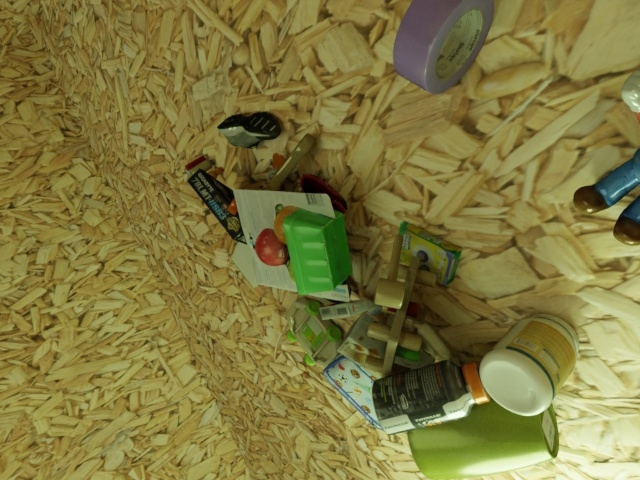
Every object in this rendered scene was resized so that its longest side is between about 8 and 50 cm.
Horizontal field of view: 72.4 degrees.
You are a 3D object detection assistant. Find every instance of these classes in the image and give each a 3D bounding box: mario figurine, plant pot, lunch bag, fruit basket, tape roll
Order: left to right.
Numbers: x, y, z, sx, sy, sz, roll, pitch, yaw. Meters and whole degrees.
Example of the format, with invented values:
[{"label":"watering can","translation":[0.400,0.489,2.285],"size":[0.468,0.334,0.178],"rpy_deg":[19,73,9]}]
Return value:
[{"label":"fruit basket","translation":[-0.083,0.007,1.254],"size":[0.353,0.165,0.326],"rpy_deg":[10,121,41]},{"label":"lunch bag","translation":[0.164,0.485,1.440],"size":[0.303,0.115,0.243],"rpy_deg":[45,137,5]},{"label":"tape roll","translation":[0.227,-0.376,0.811],"size":[0.080,0.189,0.188],"rpy_deg":[43,139,26]},{"label":"plant pot","translation":[0.408,0.451,1.078],"size":[0.294,0.275,0.274],"rpy_deg":[-16,99,37]},{"label":"mario figurine","translation":[0.511,-0.124,0.637],"size":[0.198,0.170,0.320],"rpy_deg":[17,141,1]}]

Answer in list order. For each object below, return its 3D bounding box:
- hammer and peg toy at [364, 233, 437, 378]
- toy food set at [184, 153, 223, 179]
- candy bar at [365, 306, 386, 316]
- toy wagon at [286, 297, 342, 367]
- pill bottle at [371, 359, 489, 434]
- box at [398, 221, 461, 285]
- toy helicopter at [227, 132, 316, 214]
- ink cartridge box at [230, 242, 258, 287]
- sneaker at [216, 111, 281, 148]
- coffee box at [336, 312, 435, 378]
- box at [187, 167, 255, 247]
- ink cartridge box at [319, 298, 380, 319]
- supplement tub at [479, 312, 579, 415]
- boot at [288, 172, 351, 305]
[{"label":"hammer and peg toy","translation":[0.205,0.169,1.079],"size":[0.128,0.265,0.361],"rpy_deg":[14,142,14]},{"label":"toy food set","translation":[-0.489,-0.288,1.821],"size":[0.111,0.105,0.232],"rpy_deg":[59,163,-17]},{"label":"candy bar","translation":[0.195,0.215,1.353],"size":[0.162,0.018,0.040],"rpy_deg":[-21,95,52]},{"label":"toy wagon","translation":[-0.002,0.383,1.650],"size":[0.344,0.068,0.267],"rpy_deg":[50,142,15]},{"label":"pill bottle","translation":[0.252,0.353,1.002],"size":[0.246,0.130,0.130],"rpy_deg":[-23,94,20]},{"label":"box","translation":[0.268,0.030,1.134],"size":[0.179,0.043,0.105],"rpy_deg":[32,134,37]},{"label":"toy helicopter","translation":[-0.126,-0.197,1.369],"size":[0.140,0.235,0.355],"rpy_deg":[38,120,-10]},{"label":"ink cartridge box","translation":[-0.279,0.067,1.795],"size":[0.171,0.056,0.235],"rpy_deg":[50,138,16]},{"label":"sneaker","translation":[-0.223,-0.357,1.453],"size":[0.272,0.100,0.108],"rpy_deg":[14,146,42]},{"label":"coffee box","translation":[0.189,0.337,1.292],"size":[0.247,0.098,0.141],"rpy_deg":[33,148,6]},{"label":"box","translation":[-0.300,-0.095,1.562],"size":[0.073,0.293,0.295],"rpy_deg":[-44,70,6]},{"label":"ink cartridge box","translation":[0.109,0.192,1.314],"size":[0.145,0.179,0.045],"rpy_deg":[-21,84,53]},{"label":"supplement tub","translation":[0.446,0.253,0.926],"size":[0.144,0.200,0.144],"rpy_deg":[28,131,38]},{"label":"boot","translation":[0.000,0.000,1.364],"size":[0.377,0.138,0.284],"rpy_deg":[55,143,19]}]
